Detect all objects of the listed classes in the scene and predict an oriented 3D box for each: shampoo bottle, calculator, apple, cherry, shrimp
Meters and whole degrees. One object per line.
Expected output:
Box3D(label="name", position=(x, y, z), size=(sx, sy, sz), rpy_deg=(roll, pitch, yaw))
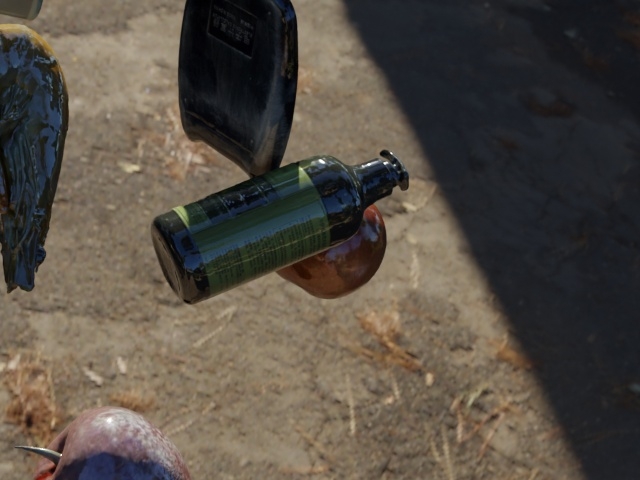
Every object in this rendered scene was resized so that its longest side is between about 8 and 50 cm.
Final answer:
Box3D(label="shampoo bottle", position=(-0.033, -0.028, 1.142), size=(0.284, 0.101, 0.101), rpy_deg=(-22, 52, -18))
Box3D(label="calculator", position=(-0.097, -0.198, 1.246), size=(0.177, 0.268, 0.040), rpy_deg=(32, 40, 28))
Box3D(label="apple", position=(0.000, 0.000, 1.657), size=(0.201, 0.162, 0.201), rpy_deg=(8, 13, -2))
Box3D(label="cherry", position=(-0.314, 0.356, 1.588), size=(0.285, 0.236, 0.212), rpy_deg=(30, 65, -10))
Box3D(label="shrimp", position=(-0.126, -0.035, 0.430), size=(0.023, 0.108, 0.059), rpy_deg=(-4, -14, 28))

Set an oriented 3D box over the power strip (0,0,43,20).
Box3D(label="power strip", position=(-0.309, -0.366, 1.106), size=(0.059, 0.193, 0.265), rpy_deg=(5, 38, -28))
